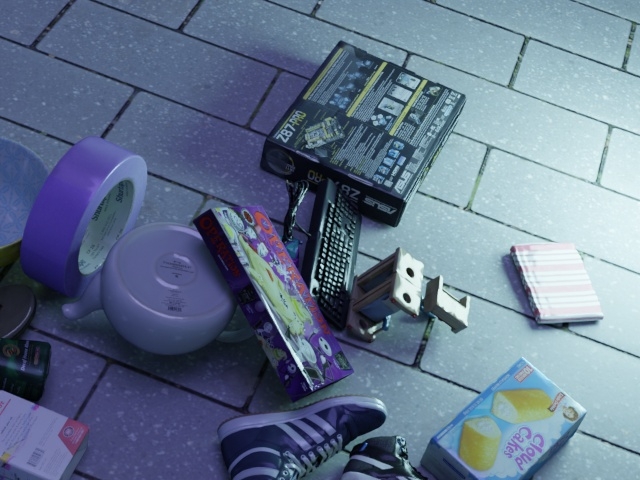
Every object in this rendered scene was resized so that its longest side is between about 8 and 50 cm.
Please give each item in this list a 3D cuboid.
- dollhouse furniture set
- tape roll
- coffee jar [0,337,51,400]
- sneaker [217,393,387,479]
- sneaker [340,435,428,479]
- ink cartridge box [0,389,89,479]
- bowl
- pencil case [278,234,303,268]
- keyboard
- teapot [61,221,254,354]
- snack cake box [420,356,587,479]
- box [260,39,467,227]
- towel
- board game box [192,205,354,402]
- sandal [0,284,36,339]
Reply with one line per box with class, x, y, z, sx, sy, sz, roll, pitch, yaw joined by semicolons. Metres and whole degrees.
dollhouse furniture set;0.163;0.133;2.131;0.184;0.129;0.129;35;43;-23
tape roll;-0.409;-0.040;2.012;0.090;0.275;0.275;25;48;10
coffee jar;-0.538;0.200;1.880;0.184;0.079;0.096;11;47;-16
sneaker;-0.018;0.347;1.870;0.282;0.099;0.153;-9;47;-6
sneaker;0.150;0.386;1.901;0.217;0.079;0.121;19;48;5
ink cartridge box;-0.479;0.316;1.815;0.198;0.067;0.115;22;47;4
bowl;-0.617;-0.038;2.038;0.289;0.156;0.289;8;47;-8
pencil case;-0.112;0.016;2.180;0.152;0.064;0.070;9;22;-5
keyboard;0.000;0.000;2.180;0.201;0.033;0.317;38;40;-27
teapot;-0.261;0.106;1.978;0.256;0.187;0.252;41;48;16
snack cake box;0.316;0.338;1.982;0.152;0.089;0.264;39;51;22
box;0.098;-0.235;2.441;0.318;0.097;0.395;25;48;7
towel;0.468;0.084;2.294;0.144;0.029;0.197;-2;52;-16
board game box;-0.076;0.099;1.970;0.347;0.056;0.208;60;16;8
sandal;-0.627;0.130;1.931;0.303;0.086;0.120;-9;52;-22
